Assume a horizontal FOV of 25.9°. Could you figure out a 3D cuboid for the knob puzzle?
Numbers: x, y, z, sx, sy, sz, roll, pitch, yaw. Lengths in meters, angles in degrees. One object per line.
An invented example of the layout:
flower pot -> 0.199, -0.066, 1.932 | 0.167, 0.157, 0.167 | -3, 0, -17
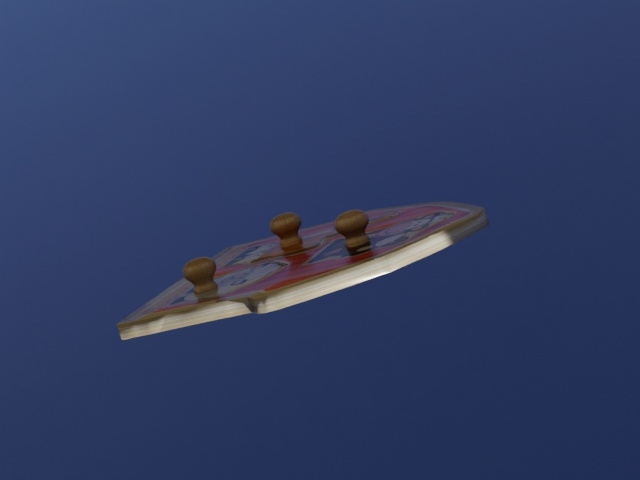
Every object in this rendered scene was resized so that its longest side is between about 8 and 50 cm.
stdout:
knob puzzle -> 0.000, 0.000, 0.792 | 0.213, 0.030, 0.213 | -16, -172, 2
